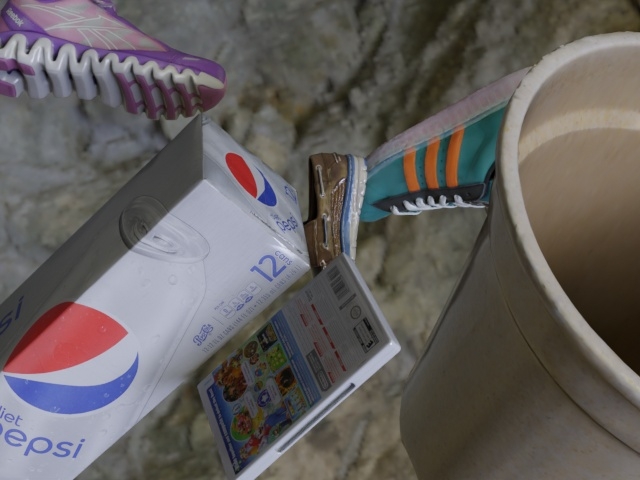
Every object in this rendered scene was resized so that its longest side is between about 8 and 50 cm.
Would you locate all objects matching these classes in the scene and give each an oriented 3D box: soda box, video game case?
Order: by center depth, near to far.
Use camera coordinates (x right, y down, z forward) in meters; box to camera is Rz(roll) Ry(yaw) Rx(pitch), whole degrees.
[{"bbox_3d":[-0.015,0.072,0.709,0.122,0.011,0.087,-42,-143,11],"label":"video game case"},{"bbox_3d":[-0.139,0.057,0.797,0.286,0.091,0.098,-41,-153,17],"label":"soda box"}]

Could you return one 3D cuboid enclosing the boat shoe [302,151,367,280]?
[{"bbox_3d":[0.000,0.000,1.278,0.066,0.183,0.066,10,171,-12],"label":"boat shoe"}]

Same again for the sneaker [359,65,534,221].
[{"bbox_3d":[0.152,-0.075,1.408,0.302,0.121,0.108,-31,163,35],"label":"sneaker"}]

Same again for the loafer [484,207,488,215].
[{"bbox_3d":[0.235,-0.099,1.666,0.056,0.148,0.050,-6,160,27],"label":"loafer"}]

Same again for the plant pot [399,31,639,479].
[{"bbox_3d":[0.209,0.081,0.878,0.334,0.334,0.305,-20,156,-35],"label":"plant pot"}]

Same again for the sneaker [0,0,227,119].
[{"bbox_3d":[-0.202,-0.183,1.180,0.236,0.104,0.095,10,156,-2],"label":"sneaker"}]
